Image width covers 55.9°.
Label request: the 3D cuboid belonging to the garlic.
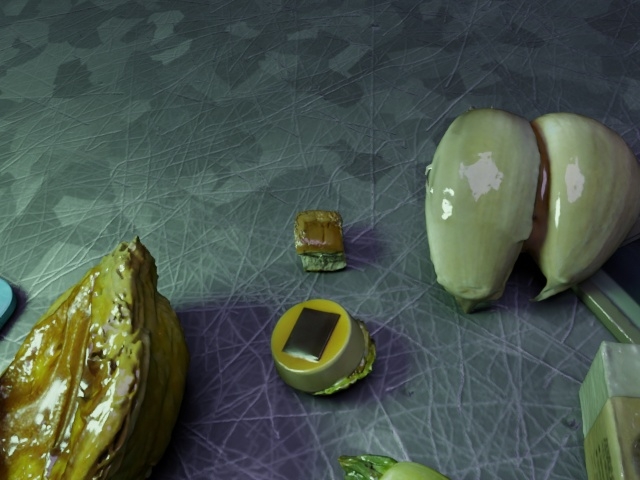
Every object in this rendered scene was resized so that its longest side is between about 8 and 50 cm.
[{"bbox_3d":[0.279,-0.064,0.848,0.286,0.249,0.313,28,45,-7],"label":"garlic"}]

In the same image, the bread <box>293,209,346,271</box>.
[{"bbox_3d":[0.001,-0.001,0.905,0.070,0.077,0.083,-8,51,6],"label":"bread"}]

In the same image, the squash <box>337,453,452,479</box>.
[{"bbox_3d":[0.137,0.303,0.626,0.137,0.137,0.287,-34,54,-17],"label":"squash"}]

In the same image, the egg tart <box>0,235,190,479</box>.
[{"bbox_3d":[-0.281,0.194,0.731,0.339,0.153,0.352,-44,39,15],"label":"egg tart"}]

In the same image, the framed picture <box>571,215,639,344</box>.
[{"bbox_3d":[0.568,0.117,0.765,0.326,0.028,0.446,-24,53,-11],"label":"framed picture"}]

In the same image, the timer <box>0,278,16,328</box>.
[{"bbox_3d":[-0.616,0.134,0.908,0.249,0.091,0.232,21,57,9],"label":"timer"}]

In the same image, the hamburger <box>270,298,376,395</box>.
[{"bbox_3d":[0.004,0.142,0.794,0.141,0.081,0.127,-6,49,19],"label":"hamburger"}]

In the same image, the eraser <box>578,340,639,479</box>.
[{"bbox_3d":[0.326,0.284,0.600,0.078,0.144,0.344,1,54,11],"label":"eraser"}]
